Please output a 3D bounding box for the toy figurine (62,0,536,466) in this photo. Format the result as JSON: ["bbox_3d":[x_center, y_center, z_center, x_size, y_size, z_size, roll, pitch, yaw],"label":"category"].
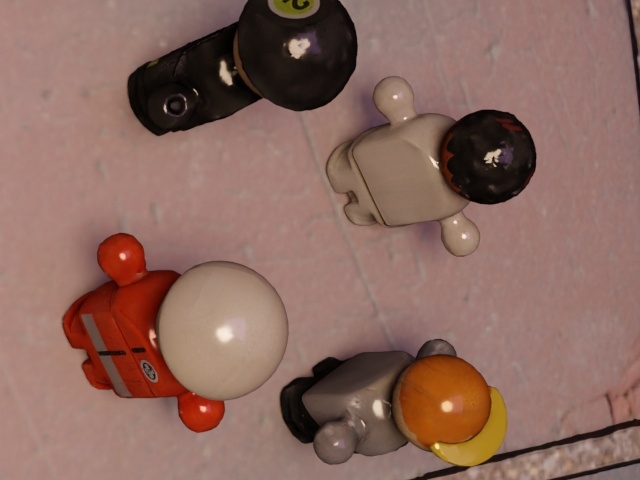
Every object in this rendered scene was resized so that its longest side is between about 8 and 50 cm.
[{"bbox_3d":[0.000,0.000,0.650,0.209,0.148,0.213,24,71,-31],"label":"toy figurine"}]
